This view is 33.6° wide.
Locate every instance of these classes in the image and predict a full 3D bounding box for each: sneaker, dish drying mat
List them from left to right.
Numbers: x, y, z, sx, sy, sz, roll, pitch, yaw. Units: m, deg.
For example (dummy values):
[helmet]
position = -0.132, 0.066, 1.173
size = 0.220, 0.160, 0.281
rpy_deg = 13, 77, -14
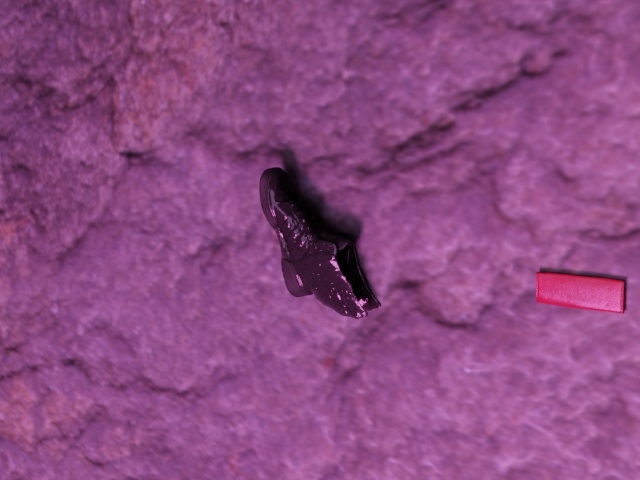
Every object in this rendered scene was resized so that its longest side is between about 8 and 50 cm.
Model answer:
[sneaker]
position = -0.001, 0.001, 1.105
size = 0.089, 0.051, 0.170
rpy_deg = -9, 100, 33
[dish drying mat]
position = 0.241, 0.048, 0.986
size = 0.083, 0.008, 0.032
rpy_deg = 6, 104, 30
